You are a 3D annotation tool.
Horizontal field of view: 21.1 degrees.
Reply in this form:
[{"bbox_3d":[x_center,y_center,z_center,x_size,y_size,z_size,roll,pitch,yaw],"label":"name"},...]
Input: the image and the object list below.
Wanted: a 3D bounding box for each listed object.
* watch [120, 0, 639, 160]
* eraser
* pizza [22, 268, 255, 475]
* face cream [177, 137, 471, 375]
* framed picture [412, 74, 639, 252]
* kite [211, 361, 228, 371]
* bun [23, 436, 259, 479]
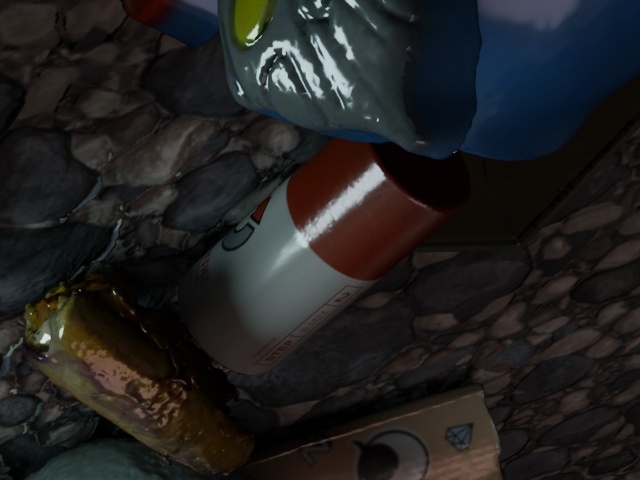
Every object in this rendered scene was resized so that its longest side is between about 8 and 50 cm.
[{"bbox_3d":[0.071,-0.147,0.738,0.274,0.305,0.241,15,138,-39],"label":"watch"},{"bbox_3d":[0.032,0.250,1.643,0.290,0.171,0.087,-17,-163,-7],"label":"eraser"},{"bbox_3d":[-0.121,0.094,1.248,0.085,0.161,0.305,-49,153,-3],"label":"pizza"},{"bbox_3d":[0.000,0.000,1.193,0.096,0.096,0.214,7,142,-43],"label":"face cream"},{"bbox_3d":[0.141,-0.062,1.266,0.184,0.016,0.250,-2,148,-32],"label":"framed picture"},{"bbox_3d":[-0.075,0.101,1.434,0.078,0.002,0.044,-20,154,2],"label":"kite"},{"bbox_3d":[-0.153,0.344,1.488,0.354,0.194,0.354,-2,118,-4],"label":"bun"}]
